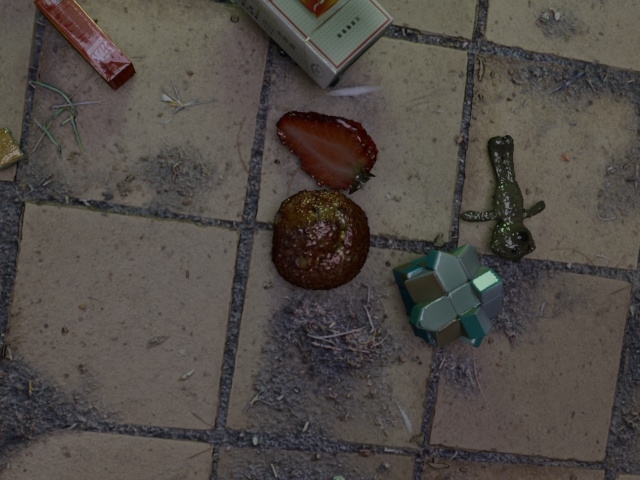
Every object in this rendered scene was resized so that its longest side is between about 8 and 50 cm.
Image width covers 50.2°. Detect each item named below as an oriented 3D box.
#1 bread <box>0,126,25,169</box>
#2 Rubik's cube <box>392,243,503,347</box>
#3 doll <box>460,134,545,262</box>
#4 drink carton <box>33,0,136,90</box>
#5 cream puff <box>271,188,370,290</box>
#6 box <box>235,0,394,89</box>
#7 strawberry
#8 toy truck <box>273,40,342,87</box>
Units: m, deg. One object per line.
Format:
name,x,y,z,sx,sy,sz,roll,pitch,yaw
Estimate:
bread,-0.687,-0.197,1.476,0.070,0.035,0.083,-33,90,-8
Rubik's cube,0.295,0.138,1.558,0.224,0.213,0.265,-22,97,-10
doll,0.463,-0.098,1.655,0.203,0.091,0.285,23,77,-21
drink carton,-0.502,-0.434,1.470,0.071,0.096,0.223,-43,97,-7
cream puff,0.001,0.000,1.530,0.240,0.164,0.239,0,96,1
box,-0.029,-0.518,1.486,0.330,0.095,0.210,45,68,-4
strawberry,0.029,-0.225,1.568,0.175,0.106,0.236,-29,105,26
toy truck,-0.007,-0.444,1.565,0.178,0.080,0.115,37,76,-7
